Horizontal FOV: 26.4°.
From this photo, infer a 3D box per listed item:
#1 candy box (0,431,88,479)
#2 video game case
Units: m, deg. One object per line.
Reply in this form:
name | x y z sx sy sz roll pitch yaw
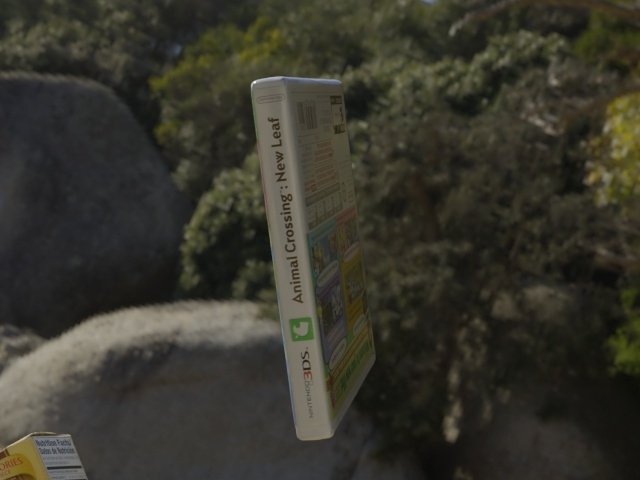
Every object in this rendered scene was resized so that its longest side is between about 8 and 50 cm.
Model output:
candy box | -0.177 0.227 0.850 0.187 0.109 0.053 64 16 18
video game case | 0.000 0.000 0.817 0.023 0.193 0.212 -7 5 9
